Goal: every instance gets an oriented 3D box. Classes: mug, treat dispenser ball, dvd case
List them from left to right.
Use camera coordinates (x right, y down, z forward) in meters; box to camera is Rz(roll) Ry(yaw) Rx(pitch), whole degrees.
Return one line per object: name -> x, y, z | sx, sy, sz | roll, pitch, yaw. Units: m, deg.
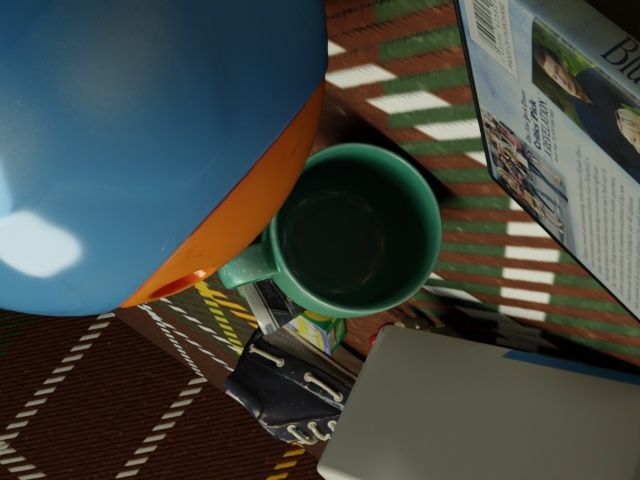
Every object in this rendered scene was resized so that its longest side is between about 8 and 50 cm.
treat dispenser ball -> -0.138, -0.102, 0.537 | 0.288, 0.288, 0.288 | 34, 163, 12
mug -> 0.006, -0.007, 0.756 | 0.157, 0.129, 0.097 | 15, 170, -9
dvd case -> 0.145, -0.003, 0.403 | 0.253, 0.022, 0.180 | 50, 174, 32

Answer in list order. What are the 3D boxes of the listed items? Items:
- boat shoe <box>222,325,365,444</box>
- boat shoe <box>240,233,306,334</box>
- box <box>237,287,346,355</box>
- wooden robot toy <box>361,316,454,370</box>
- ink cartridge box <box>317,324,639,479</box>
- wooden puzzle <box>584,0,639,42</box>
boat shoe -> 0.021, 0.245, 1.361 | 0.340, 0.158, 0.127 | 36, 164, 15
boat shoe -> -0.067, 0.017, 1.130 | 0.183, 0.083, 0.065 | 60, 172, 22
box -> -0.051, 0.074, 1.278 | 0.179, 0.043, 0.105 | 34, 163, 18
wooden robot toy -> 0.107, 0.121, 1.059 | 0.173, 0.079, 0.076 | -53, 53, 53
ink cartridge box -> 0.222, 0.271, 0.943 | 0.285, 0.166, 0.395 | 8, 149, 38
wooden puzzle -> 0.044, -0.182, 0.392 | 0.238, 0.044, 0.221 | 31, 163, 37
